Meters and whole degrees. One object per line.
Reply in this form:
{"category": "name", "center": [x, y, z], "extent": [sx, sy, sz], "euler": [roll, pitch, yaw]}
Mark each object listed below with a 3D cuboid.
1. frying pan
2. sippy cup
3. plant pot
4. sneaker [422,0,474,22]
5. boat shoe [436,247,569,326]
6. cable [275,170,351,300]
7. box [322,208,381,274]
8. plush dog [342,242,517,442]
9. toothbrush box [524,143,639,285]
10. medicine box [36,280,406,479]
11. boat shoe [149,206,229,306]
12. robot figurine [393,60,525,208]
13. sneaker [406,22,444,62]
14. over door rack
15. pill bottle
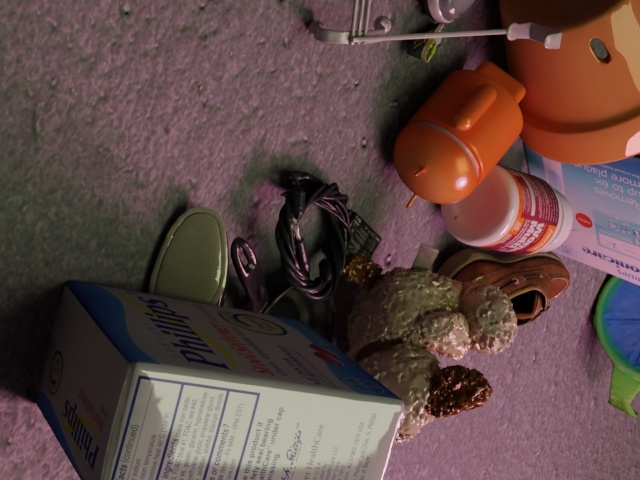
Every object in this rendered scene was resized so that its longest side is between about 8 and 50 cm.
{"category": "frying pan", "center": [-0.077, 0.121, 1.661], "extent": [0.326, 0.053, 0.197], "euler": [32, 81, -59]}
{"category": "sippy cup", "center": [0.637, 0.166, 2.536], "extent": [0.305, 0.240, 0.224], "euler": [-27, 157, 10]}
{"category": "plant pot", "center": [0.367, -0.274, 1.861], "extent": [0.291, 0.291, 0.203], "euler": [-52, 133, -20]}
{"category": "sneaker", "center": [0.263, -0.388, 1.727], "extent": [0.295, 0.178, 0.124], "euler": [-62, 146, -7]}
{"category": "boat shoe", "center": [0.294, 0.084, 2.082], "extent": [0.307, 0.104, 0.111], "euler": [0, 134, -48]}
{"category": "cable", "center": [0.000, 0.000, 1.669], "extent": [0.184, 0.047, 0.151], "euler": [31, 55, -64]}
{"category": "box", "center": [0.042, 0.006, 1.798], "extent": [0.067, 0.018, 0.083], "euler": [-60, 145, -9]}
{"category": "plush dog", "center": [0.102, 0.153, 1.758], "extent": [0.210, 0.262, 0.225], "euler": [40, 38, -35]}
{"category": "toothbrush box", "center": [0.444, -0.090, 2.113], "extent": [0.126, 0.216, 0.295], "euler": [-48, 143, -25]}
{"category": "medicine box", "center": [-0.109, 0.166, 1.385], "extent": [0.289, 0.263, 0.149], "euler": [12, 100, -27]}
{"category": "boat shoe", "center": [-0.150, 0.073, 1.547], "extent": [0.079, 0.084, 0.233], "euler": [-91, -171, -80]}
{"category": "robot figurine", "center": [0.180, -0.135, 1.809], "extent": [0.219, 0.158, 0.128], "euler": [-49, 120, -25]}
{"category": "sneaker", "center": [0.135, -0.259, 1.761], "extent": [0.083, 0.035, 0.031], "euler": [-58, 160, -52]}
{"category": "over door rack", "center": [0.145, -0.348, 1.609], "extent": [0.324, 0.108, 0.240], "euler": [-3, 114, -25]}
{"category": "pill bottle", "center": [0.277, -0.042, 1.998], "extent": [0.221, 0.121, 0.121], "euler": [10, 101, -55]}
